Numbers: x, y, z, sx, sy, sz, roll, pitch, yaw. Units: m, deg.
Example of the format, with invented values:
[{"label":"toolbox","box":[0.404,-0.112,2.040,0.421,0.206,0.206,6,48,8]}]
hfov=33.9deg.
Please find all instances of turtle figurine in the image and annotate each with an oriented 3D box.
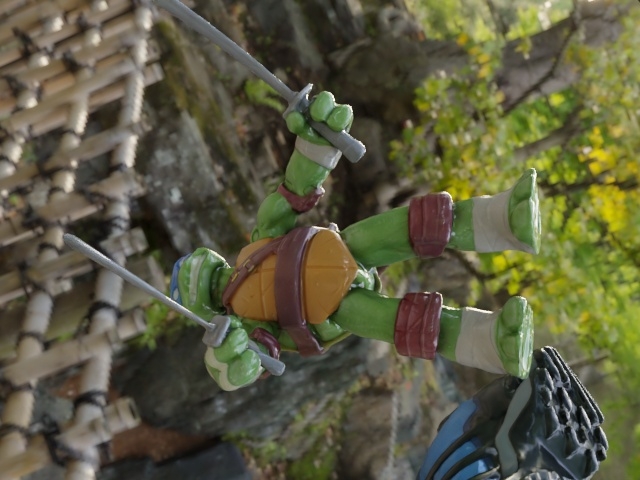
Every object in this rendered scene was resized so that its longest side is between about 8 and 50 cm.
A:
[{"label":"turtle figurine","box":[0.000,0.000,0.676,0.197,0.266,0.274,-64,150,-54]}]

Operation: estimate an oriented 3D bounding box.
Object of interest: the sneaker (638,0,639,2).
[{"label":"sneaker","box":[0.268,-0.155,0.454,0.131,0.319,0.112,-47,-124,57]}]

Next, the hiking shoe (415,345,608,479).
[{"label":"hiking shoe","box":[0.121,0.204,0.736,0.113,0.132,0.304,49,32,-8]}]
